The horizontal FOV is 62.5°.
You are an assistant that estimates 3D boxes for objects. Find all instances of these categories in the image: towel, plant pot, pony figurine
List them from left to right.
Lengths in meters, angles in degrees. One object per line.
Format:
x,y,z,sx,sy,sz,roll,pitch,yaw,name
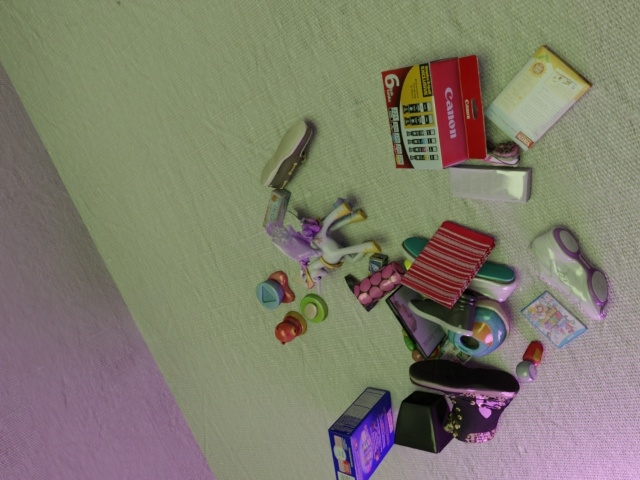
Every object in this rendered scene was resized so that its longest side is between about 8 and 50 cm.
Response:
0.000,0.000,1.984,0.364,0.303,0.351,-34,97,25,pony figurine
0.403,0.689,2.040,0.188,0.188,0.166,-1,95,37,plant pot
0.410,0.068,1.697,0.199,0.274,0.031,27,160,36,towel

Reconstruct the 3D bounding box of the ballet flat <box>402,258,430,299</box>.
0.380,0.159,1.883,0.077,0.077,0.230,-31,88,22,ballet flat

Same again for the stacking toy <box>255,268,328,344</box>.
-0.136,0.283,2.270,0.280,0.130,0.308,-27,93,41,stacking toy

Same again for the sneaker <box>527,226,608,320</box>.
0.746,0.106,1.585,0.305,0.114,0.152,59,144,5,sneaker

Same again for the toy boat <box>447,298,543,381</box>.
0.576,0.334,1.744,0.318,0.148,0.267,29,142,16,toy boat

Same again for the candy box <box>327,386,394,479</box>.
0.177,0.800,2.152,0.122,0.317,0.267,5,111,36,candy box

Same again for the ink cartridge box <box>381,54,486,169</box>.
0.339,-0.377,1.579,0.272,0.130,0.309,11,117,54,ink cartridge box

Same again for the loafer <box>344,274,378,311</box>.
0.159,0.198,2.076,0.061,0.062,0.170,-38,76,2,loafer

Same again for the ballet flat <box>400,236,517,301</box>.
0.450,0.110,1.778,0.401,0.139,0.139,19,120,24,ballet flat

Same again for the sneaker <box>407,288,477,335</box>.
0.411,0.204,1.752,0.296,0.105,0.146,19,93,61,sneaker

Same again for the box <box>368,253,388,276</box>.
0.217,0.135,1.997,0.059,0.054,0.168,15,117,30,box

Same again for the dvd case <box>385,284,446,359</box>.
0.344,0.278,1.885,0.022,0.180,0.253,-34,89,39,dvd case

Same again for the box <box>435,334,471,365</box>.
0.479,0.440,1.955,0.114,0.036,0.206,37,127,17,box

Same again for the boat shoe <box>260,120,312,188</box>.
-0.116,-0.318,2.008,0.324,0.097,0.116,-50,38,35,boat shoe

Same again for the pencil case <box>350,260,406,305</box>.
0.216,0.152,1.920,0.209,0.095,0.098,-34,47,29,pencil case

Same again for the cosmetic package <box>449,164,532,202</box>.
0.523,-0.179,1.631,0.239,0.060,0.098,9,113,33,cosmetic package

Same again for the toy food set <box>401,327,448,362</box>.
0.369,0.389,1.959,0.217,0.071,0.128,58,135,19,toy food set

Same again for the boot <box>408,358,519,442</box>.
0.490,0.580,1.894,0.378,0.138,0.284,6,121,1,boot

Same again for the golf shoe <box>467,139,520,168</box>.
0.512,-0.258,1.598,0.186,0.067,0.086,22,153,44,golf shoe

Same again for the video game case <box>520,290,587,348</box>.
0.747,0.256,1.693,0.166,0.015,0.119,45,129,11,video game case

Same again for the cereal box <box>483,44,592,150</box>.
0.604,-0.396,1.484,0.173,0.047,0.240,46,130,10,cereal box

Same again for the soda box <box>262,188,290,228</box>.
-0.180,-0.125,2.162,0.058,0.063,0.183,33,127,20,soda box
